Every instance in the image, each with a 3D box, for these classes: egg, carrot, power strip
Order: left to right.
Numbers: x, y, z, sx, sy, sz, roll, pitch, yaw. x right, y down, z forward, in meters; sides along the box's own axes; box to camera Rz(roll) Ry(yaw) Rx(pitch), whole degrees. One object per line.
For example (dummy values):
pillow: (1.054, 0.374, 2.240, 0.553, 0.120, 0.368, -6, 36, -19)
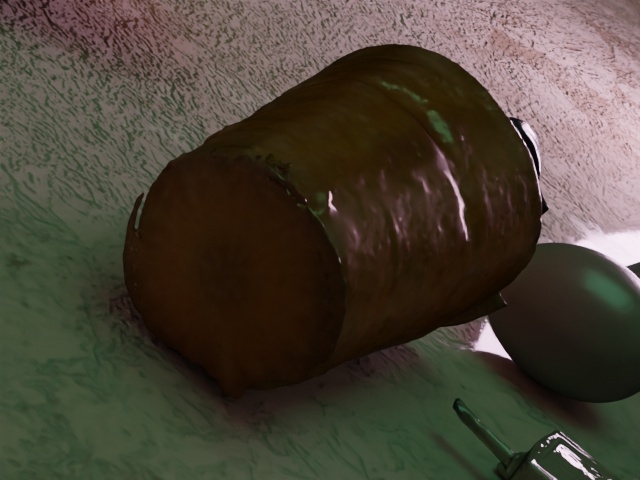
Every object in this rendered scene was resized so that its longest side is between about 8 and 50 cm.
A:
carrot: (0.000, 0.000, 0.995, 0.196, 0.196, 0.254, 40, 32, 13)
power strip: (0.147, 0.155, 1.011, 0.175, 0.042, 0.075, 39, 22, 11)
egg: (0.181, 0.057, 1.191, 0.135, 0.103, 0.103, 34, 20, 7)

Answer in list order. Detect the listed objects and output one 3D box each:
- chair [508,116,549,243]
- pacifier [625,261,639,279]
chair: (0.128, -0.030, 1.329, 0.095, 0.104, 0.221, 17, 24, 0)
pacifier: (0.345, -0.044, 1.397, 0.244, 0.299, 0.233, -5, 78, -40)
